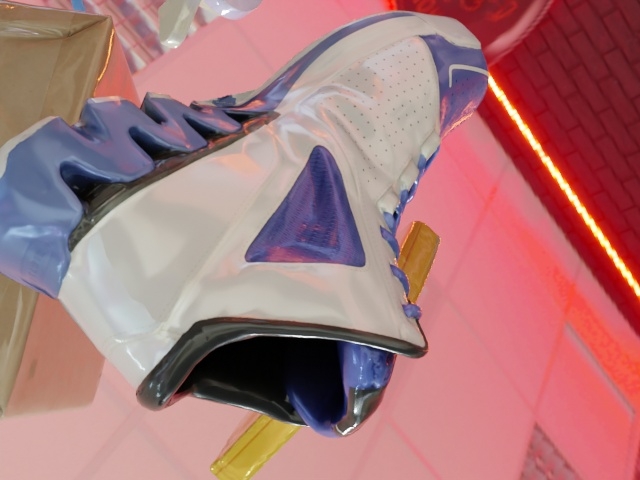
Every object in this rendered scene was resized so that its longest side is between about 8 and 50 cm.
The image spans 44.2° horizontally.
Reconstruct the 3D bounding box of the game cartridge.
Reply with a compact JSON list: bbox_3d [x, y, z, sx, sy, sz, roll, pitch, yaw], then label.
[{"bbox_3d":[0.016,0.116,0.904,0.053,0.285,0.324,42,-162,3],"label":"game cartridge"}]

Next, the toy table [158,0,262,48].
[{"bbox_3d":[-0.201,-0.444,1.241,0.252,0.161,0.274,28,-128,-40],"label":"toy table"}]

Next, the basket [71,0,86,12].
[{"bbox_3d":[-0.482,-0.422,1.291,0.255,0.201,0.289,-44,-51,-64],"label":"basket"}]

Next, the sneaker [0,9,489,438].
[{"bbox_3d":[-0.001,0.000,0.426,0.315,0.127,0.182,-29,-105,-38],"label":"sneaker"}]

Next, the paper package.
[{"bbox_3d":[-0.266,-0.013,0.672,0.168,0.325,0.309,12,-101,-2],"label":"paper package"}]
